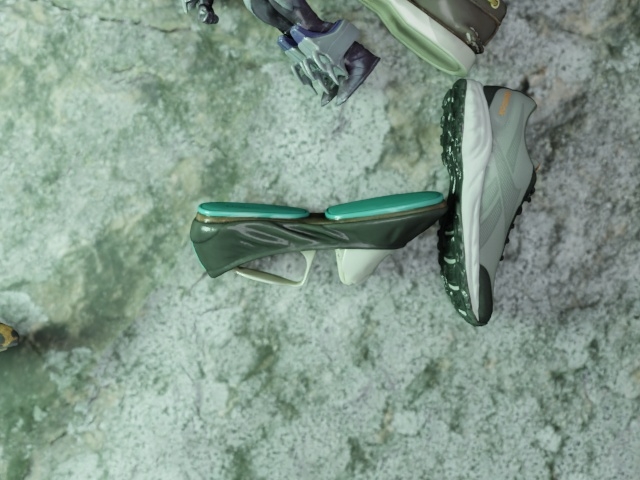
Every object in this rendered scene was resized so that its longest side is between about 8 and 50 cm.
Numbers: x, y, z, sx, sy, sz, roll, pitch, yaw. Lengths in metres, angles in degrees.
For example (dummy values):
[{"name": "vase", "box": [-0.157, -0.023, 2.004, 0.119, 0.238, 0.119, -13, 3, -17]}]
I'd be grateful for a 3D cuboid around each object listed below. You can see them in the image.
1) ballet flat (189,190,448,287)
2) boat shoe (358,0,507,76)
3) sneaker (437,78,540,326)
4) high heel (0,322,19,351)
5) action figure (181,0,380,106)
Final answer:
[{"name": "ballet flat", "box": [0.000, 0.000, 1.469, 0.281, 0.095, 0.096, -2, 103, 4]}, {"name": "boat shoe", "box": [0.057, -0.311, 1.445, 0.324, 0.116, 0.096, 38, 84, -10]}, {"name": "sneaker", "box": [0.188, -0.039, 1.478, 0.108, 0.100, 0.271, 3, 92, -11]}, {"name": "high heel", "box": [-0.443, 0.030, 1.414, 0.261, 0.093, 0.186, 5, 99, 3]}, {"name": "action figure", "box": [-0.063, -0.265, 1.410, 0.285, 0.185, 0.099, 44, 69, -12]}]
